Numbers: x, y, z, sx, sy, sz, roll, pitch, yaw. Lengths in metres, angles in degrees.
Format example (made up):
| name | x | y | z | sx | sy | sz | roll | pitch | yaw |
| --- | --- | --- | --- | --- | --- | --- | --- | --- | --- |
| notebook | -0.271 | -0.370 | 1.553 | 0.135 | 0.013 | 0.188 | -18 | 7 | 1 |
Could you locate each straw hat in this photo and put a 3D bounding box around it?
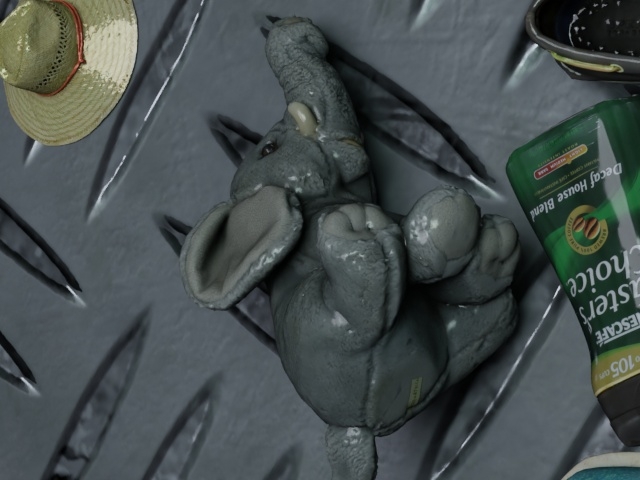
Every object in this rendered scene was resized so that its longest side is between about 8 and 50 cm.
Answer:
| name | x | y | z | sx | sy | sz | roll | pitch | yaw |
| --- | --- | --- | --- | --- | --- | --- | --- | --- | --- |
| straw hat | -0.205 | -0.142 | 1.247 | 0.144 | 0.061 | 0.144 | -3 | 85 | 36 |

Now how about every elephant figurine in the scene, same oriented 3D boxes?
| name | x | y | z | sx | sy | sz | roll | pitch | yaw |
| --- | --- | --- | --- | --- | --- | --- | --- | --- | --- |
| elephant figurine | 0.000 | 0.000 | 1.057 | 0.239 | 0.186 | 0.169 | 35 | 150 | 43 |

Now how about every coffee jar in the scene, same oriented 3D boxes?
| name | x | y | z | sx | sy | sz | roll | pitch | yaw |
| --- | --- | --- | --- | --- | --- | --- | --- | --- | --- |
| coffee jar | 0.178 | 0.018 | 0.952 | 0.096 | 0.079 | 0.184 | -30 | 71 | 30 |

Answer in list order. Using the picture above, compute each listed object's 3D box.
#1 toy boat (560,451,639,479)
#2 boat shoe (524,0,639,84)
| name | x | y | z | sx | sy | sz | roll | pitch | yaw |
| --- | --- | --- | --- | --- | --- | --- | --- | --- | --- |
| toy boat | 0.197 | 0.175 | 0.708 | 0.318 | 0.148 | 0.267 | -38 | 53 | 24 |
| boat shoe | 0.223 | -0.123 | 0.935 | 0.228 | 0.069 | 0.081 | -3 | 85 | 35 |
